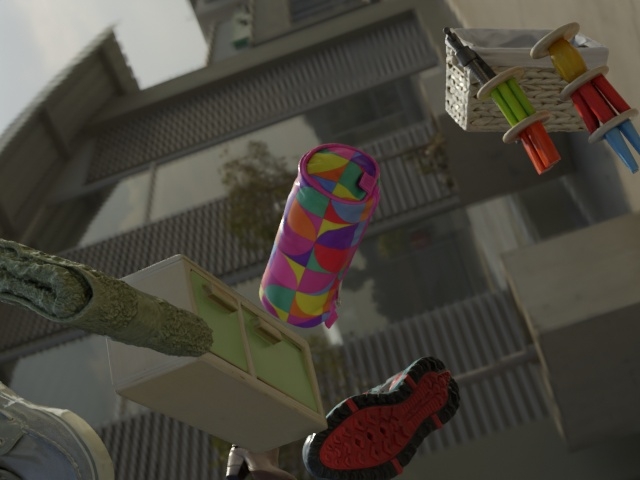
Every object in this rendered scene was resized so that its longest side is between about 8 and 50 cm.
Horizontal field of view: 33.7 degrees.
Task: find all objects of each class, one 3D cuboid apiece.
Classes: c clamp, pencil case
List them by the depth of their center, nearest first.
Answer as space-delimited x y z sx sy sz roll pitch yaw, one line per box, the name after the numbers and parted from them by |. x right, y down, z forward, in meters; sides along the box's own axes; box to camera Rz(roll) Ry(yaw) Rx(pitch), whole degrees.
0.182 -0.151 1.098 0.160 0.022 0.137 53 -164 2 | c clamp
0.000 0.000 1.215 0.236 0.105 0.104 107 156 -46 | pencil case

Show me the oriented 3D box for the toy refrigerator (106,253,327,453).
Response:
-0.088 0.115 0.992 0.269 0.094 0.102 42 -151 -57 | toy refrigerator

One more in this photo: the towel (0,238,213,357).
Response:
-0.132 0.023 0.504 0.110 0.148 0.027 33 -106 -58 | towel

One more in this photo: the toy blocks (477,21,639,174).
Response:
0.232 -0.110 0.996 0.054 0.123 0.148 -14 -110 -52 | toy blocks

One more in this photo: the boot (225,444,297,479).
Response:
-0.073 0.296 1.436 0.087 0.119 0.042 -58 -37 -50 | boot

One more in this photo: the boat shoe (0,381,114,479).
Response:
-0.280 0.178 0.922 0.081 0.228 0.079 -16 -60 -53 | boat shoe

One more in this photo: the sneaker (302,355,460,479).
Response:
0.062 0.236 1.275 0.262 0.125 0.104 -20 -104 -47 | sneaker

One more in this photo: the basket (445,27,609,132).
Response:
0.235 -0.187 1.237 0.113 0.167 0.103 -110 20 -66 | basket
